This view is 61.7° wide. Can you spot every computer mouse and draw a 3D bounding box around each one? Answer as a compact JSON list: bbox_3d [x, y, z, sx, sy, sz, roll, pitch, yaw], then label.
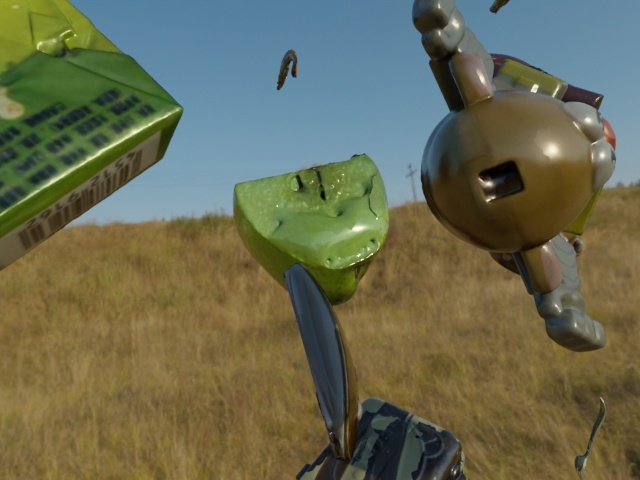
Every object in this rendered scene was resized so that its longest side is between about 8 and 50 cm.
[{"bbox_3d":[0.010,0.176,0.830,0.072,0.310,0.158,-16,-36,-4],"label":"computer mouse"}]

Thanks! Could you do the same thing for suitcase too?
[{"bbox_3d":[0.155,0.537,1.129,0.340,0.193,0.352,16,35,31],"label":"suitcase"}]

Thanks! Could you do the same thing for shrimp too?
[{"bbox_3d":[-0.092,-0.458,1.469,0.025,0.091,0.127,0,-41,-30],"label":"shrimp"}]

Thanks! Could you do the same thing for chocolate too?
[{"bbox_3d":[-0.374,-0.145,0.648,0.301,0.289,0.137,-43,-8,-30],"label":"chocolate"}]

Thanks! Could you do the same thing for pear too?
[{"bbox_3d":[0.000,0.000,1.200,0.343,0.317,0.238,-14,-31,-16],"label":"pear"}]

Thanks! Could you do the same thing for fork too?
[{"bbox_3d":[0.547,0.409,1.087,0.029,0.219,0.034,4,24,9],"label":"fork"}]

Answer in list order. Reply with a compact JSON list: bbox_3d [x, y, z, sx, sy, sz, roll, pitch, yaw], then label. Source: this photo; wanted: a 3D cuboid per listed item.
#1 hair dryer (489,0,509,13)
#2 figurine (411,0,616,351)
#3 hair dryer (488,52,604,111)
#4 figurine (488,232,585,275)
[{"bbox_3d":[0.379,-0.513,0.910,0.088,0.218,0.225,32,8,-1],"label":"hair dryer"},{"bbox_3d":[0.184,-0.071,0.510,0.167,0.342,0.285,-47,-13,29],"label":"figurine"},{"bbox_3d":[0.483,-0.316,1.224,0.313,0.123,0.341,26,14,28],"label":"hair dryer"},{"bbox_3d":[0.359,-0.052,0.977,0.177,0.247,0.173,-26,-35,-12],"label":"figurine"}]
